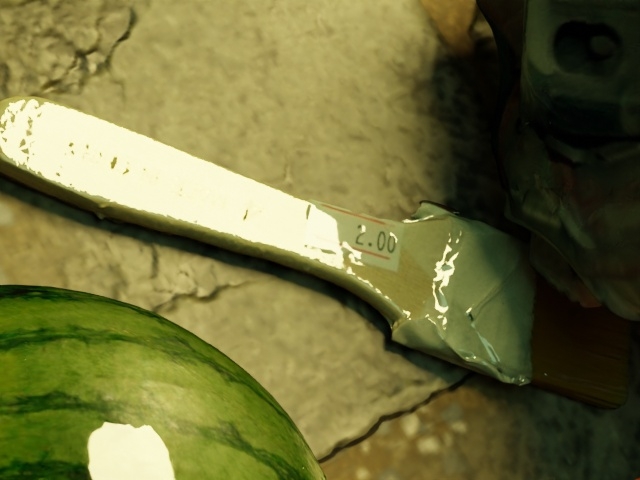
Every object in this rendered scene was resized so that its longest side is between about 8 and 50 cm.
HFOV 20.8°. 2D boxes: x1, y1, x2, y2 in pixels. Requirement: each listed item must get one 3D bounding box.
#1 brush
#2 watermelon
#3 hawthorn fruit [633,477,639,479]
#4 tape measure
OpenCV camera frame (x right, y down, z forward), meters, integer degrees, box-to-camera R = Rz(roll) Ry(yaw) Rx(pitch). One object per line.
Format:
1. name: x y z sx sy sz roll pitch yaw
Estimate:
1. brush: 0.000 0.000 0.833 0.336 0.020 0.085 18 63 -14
2. watermelon: -0.105 0.134 0.608 0.242 0.242 0.242 8 65 -18
3. hawthorn fruit: 0.182 0.186 0.683 0.224 0.261 0.224 3 74 -9
4. tape measure: 0.182 -0.090 0.797 0.147 0.275 0.256 -5 99 -29
